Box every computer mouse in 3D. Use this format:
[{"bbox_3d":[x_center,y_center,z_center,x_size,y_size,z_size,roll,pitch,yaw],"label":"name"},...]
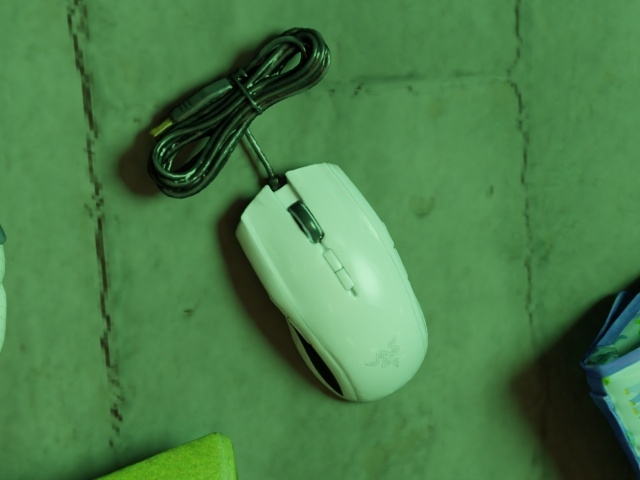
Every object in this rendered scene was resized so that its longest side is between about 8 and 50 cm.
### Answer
[{"bbox_3d":[0.000,0.000,0.790,0.106,0.042,0.193,-36,108,-10],"label":"computer mouse"}]

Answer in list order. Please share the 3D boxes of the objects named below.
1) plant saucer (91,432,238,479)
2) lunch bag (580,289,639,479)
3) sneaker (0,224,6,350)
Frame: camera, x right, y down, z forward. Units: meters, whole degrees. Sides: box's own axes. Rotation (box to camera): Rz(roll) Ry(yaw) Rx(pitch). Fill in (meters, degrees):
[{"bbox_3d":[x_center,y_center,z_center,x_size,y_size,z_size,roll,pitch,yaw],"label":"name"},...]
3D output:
[{"bbox_3d":[-0.102,0.210,0.760,0.188,0.045,0.188,-19,114,-27],"label":"plant saucer"},{"bbox_3d":[0.219,0.075,0.846,0.151,0.096,0.129,-36,109,-19],"label":"lunch bag"},{"bbox_3d":[-0.255,0.035,0.489,0.323,0.130,0.236,-23,126,-13],"label":"sneaker"}]
